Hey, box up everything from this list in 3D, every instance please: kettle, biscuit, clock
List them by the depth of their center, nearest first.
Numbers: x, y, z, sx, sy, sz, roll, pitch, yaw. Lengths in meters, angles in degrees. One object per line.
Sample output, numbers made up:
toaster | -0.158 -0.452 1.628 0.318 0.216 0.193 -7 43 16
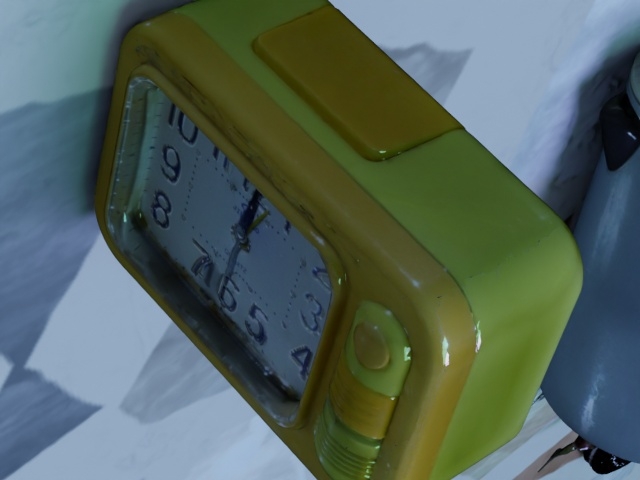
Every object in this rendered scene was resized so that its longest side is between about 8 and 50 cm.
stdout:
clock | 0.000 0.000 0.806 0.096 0.202 0.143 -27 149 -31
kettle | 0.252 -0.001 1.182 0.210 0.160 0.243 0 131 -8
biscuit | 0.251 0.155 1.594 0.089 0.027 0.087 -33 153 -18

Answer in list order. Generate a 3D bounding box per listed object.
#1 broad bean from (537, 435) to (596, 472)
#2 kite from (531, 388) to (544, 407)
broad bean | 0.241 0.050 1.380 0.098 0.056 0.318 -32 151 -40
kite | 0.152 0.064 1.338 0.127 0.016 0.229 -47 157 0
